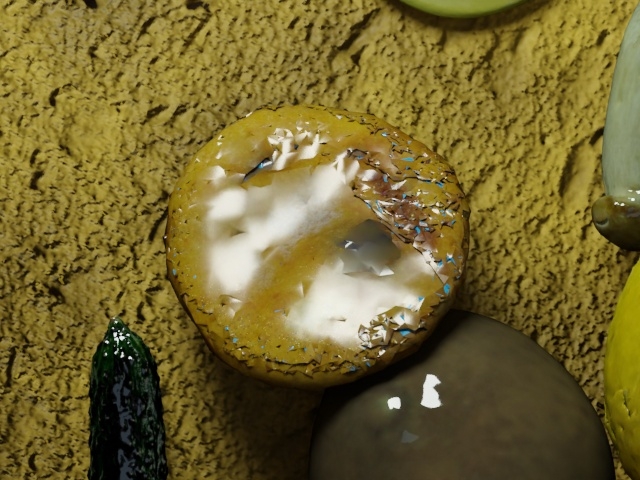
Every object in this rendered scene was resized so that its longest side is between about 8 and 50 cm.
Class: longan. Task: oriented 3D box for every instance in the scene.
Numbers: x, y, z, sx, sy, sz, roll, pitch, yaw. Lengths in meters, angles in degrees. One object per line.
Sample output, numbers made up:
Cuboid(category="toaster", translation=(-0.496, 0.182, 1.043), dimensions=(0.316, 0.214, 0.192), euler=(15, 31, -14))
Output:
Cuboid(category="longan", translation=(0.109, 0.188, 1.242), dimensions=(0.258, 0.258, 0.258), euler=(-1, 96, -5))

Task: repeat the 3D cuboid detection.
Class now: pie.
Cuboid(category="pie", translation=(0.000, 0.000, 1.242), dimensions=(0.273, 0.069, 0.273), euler=(-4, 59, 7))

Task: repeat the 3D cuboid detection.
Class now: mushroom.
Cuboid(category="mushroom", translation=(0.304, -0.152, 1.308), dimensions=(0.107, 0.087, 0.333), euler=(12, 92, -11))

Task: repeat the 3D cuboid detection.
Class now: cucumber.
Cuboid(category="cucumber", translation=(-0.163, 0.211, 1.308), dimensions=(0.072, 0.072, 0.300), euler=(2, 96, -6))

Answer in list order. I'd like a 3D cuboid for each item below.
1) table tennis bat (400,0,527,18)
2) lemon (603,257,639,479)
Cuboid(category="table tennis bat", translation=(0.066, -0.340, 1.282), dimensions=(0.368, 0.054, 0.224), euler=(38, 93, -13))
Cuboid(category="lemon", translation=(0.358, 0.098, 1.194), dimensions=(0.297, 0.297, 0.297), euler=(-1, 96, -5))
